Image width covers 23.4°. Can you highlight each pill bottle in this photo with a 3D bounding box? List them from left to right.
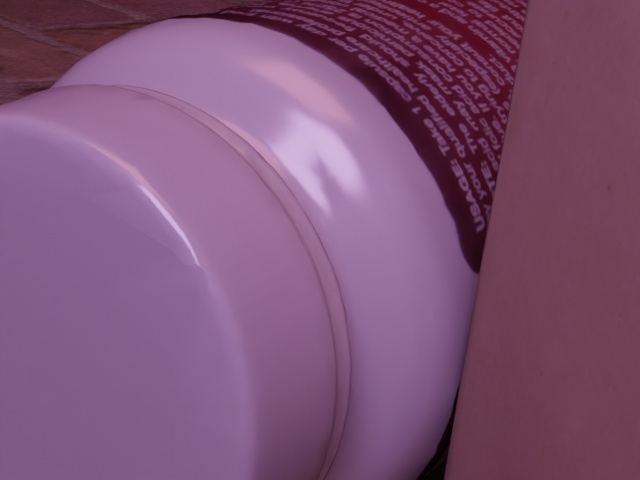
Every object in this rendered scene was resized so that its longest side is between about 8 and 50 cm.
[{"bbox_3d":[0.000,0.000,0.698,0.224,0.224,0.392,15,22,28],"label":"pill bottle"}]

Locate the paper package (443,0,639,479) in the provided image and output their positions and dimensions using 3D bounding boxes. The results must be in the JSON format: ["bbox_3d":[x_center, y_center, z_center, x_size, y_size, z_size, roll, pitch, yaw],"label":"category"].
[{"bbox_3d":[0.180,0.071,0.454,0.168,0.309,0.325,2,19,-21],"label":"paper package"}]
